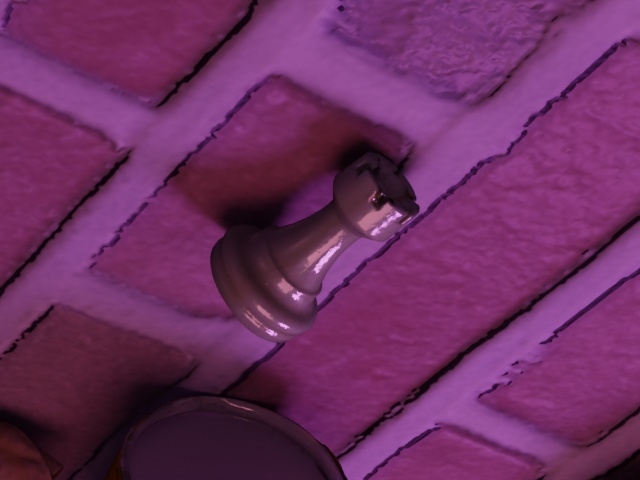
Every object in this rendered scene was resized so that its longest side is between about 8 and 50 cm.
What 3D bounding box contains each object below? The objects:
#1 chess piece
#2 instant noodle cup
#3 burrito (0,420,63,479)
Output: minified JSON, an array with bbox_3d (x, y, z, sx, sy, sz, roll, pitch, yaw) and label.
[{"bbox_3d":[0.000,0.000,0.993,0.103,0.067,0.067,-37,129,23],"label":"chess piece"},{"bbox_3d":[-0.065,0.186,1.135,0.182,0.182,0.144,9,129,-13],"label":"instant noodle cup"},{"bbox_3d":[-0.252,0.117,1.118,0.226,0.060,0.087,24,138,-27],"label":"burrito"}]
